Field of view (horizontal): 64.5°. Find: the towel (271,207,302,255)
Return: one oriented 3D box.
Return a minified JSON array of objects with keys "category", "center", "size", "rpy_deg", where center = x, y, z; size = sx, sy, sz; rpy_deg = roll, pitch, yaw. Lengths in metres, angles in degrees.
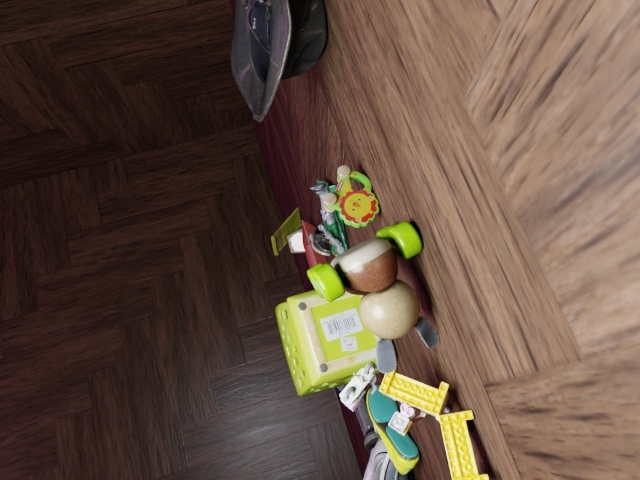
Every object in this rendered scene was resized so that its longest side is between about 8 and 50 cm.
[{"category":"towel","center":[-0.144,-0.041,2.219],"size":[0.237,0.021,0.102],"rpy_deg":[-53,-33,-44]}]

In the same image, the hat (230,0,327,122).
[{"category":"hat","center":[-0.065,-0.388,0.928],"size":[0.331,0.134,0.331],"rpy_deg":[172,90,-66]}]

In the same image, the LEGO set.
[{"category":"LEGO set","center":[0.168,0.287,0.745],"size":[0.287,0.132,0.107],"rpy_deg":[41,172,33]}]

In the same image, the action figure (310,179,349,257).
[{"category":"action figure","center":[0.031,-0.030,1.290],"size":[0.137,0.063,0.232],"rpy_deg":[-130,22,-66]}]

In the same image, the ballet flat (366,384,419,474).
[{"category":"ballet flat","center":[0.164,0.455,1.215],"size":[0.231,0.077,0.077],"rpy_deg":[-121,33,-56]}]

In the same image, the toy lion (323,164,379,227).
[{"category":"toy lion","center":[0.060,-0.073,0.888],"size":[0.034,0.096,0.100],"rpy_deg":[89,-156,-65]}]

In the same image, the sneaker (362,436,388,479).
[{"category":"sneaker","center":[0.175,0.702,1.536],"size":[0.095,0.090,0.235],"rpy_deg":[-93,17,-65]}]

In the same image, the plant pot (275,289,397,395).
[{"category":"plant pot","center":[0.035,0.210,1.148],"size":[0.207,0.228,0.227],"rpy_deg":[113,142,-70]}]

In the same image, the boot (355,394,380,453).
[{"category":"boot","center":[0.155,0.595,1.711],"size":[0.190,0.076,0.208],"rpy_deg":[88,171,-55]}]

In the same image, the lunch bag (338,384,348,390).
[{"category":"lunch bag","center":[0.061,0.375,1.740],"size":[0.224,0.108,0.279],"rpy_deg":[88,164,-63]}]

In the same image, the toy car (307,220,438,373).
[{"category":"toy car","center":[0.094,0.091,0.749],"size":[0.188,0.155,0.149],"rpy_deg":[62,173,-1]}]

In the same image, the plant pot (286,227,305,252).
[{"category":"plant pot","center":[-0.091,0.006,2.169],"size":[0.109,0.096,0.109],"rpy_deg":[167,87,-84]}]

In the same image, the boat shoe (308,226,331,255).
[{"category":"boat shoe","center":[0.000,0.000,1.610],"size":[0.049,0.056,0.152],"rpy_deg":[-68,27,19]}]

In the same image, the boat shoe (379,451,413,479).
[{"category":"boat shoe","center":[0.218,0.638,1.287],"size":[0.099,0.116,0.319],"rpy_deg":[12,120,32]}]

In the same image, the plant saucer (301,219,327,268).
[{"category":"plant saucer","center":[-0.012,0.077,1.912],"size":[0.258,0.047,0.259],"rpy_deg":[92,162,-69]}]
